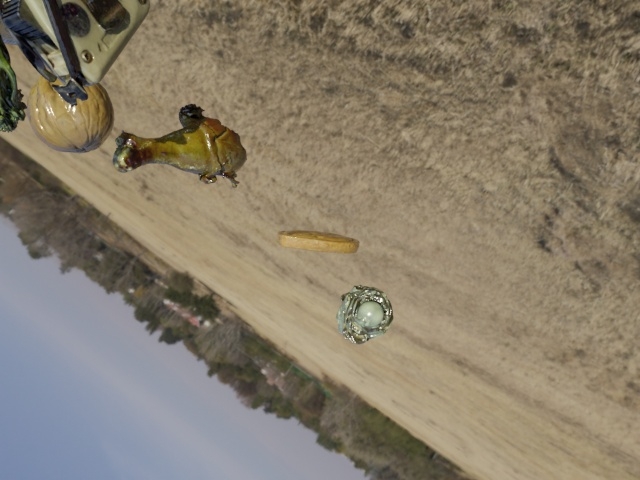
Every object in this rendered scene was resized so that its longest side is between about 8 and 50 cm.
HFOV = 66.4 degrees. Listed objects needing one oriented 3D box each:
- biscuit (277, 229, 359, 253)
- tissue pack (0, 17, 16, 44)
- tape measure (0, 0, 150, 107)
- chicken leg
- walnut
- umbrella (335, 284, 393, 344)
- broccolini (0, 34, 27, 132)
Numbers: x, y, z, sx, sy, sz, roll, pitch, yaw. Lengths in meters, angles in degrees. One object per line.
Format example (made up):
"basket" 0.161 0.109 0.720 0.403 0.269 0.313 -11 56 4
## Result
"biscuit" 0.000 0.000 0.919 0.142 0.028 0.221 12 -175 31
"tissue pack" -0.819 -0.599 1.056 0.382 0.228 0.293 -4 180 -43
"tape measure" -0.446 -0.417 0.855 0.133 0.270 0.231 6 154 34
"chicken leg" -0.346 -0.257 1.273 0.361 0.211 0.140 6 158 -45
"walnut" -0.676 -0.350 1.325 0.228 0.228 0.228 33 165 10
"umbrella" 0.046 0.086 0.561 0.062 0.067 0.143 34 170 2
"broccolini" -0.532 -0.273 0.817 0.068 0.091 0.202 27 131 1
